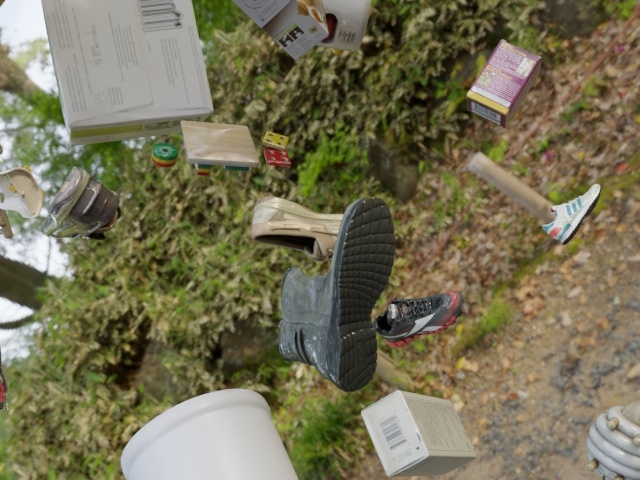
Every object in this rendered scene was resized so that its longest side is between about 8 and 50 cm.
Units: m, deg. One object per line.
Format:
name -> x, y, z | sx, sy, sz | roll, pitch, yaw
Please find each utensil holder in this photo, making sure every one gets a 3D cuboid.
utensil holder -> -0.178, 0.547, 1.402 | 0.327, 0.386, 0.328 | -22, -35, -16

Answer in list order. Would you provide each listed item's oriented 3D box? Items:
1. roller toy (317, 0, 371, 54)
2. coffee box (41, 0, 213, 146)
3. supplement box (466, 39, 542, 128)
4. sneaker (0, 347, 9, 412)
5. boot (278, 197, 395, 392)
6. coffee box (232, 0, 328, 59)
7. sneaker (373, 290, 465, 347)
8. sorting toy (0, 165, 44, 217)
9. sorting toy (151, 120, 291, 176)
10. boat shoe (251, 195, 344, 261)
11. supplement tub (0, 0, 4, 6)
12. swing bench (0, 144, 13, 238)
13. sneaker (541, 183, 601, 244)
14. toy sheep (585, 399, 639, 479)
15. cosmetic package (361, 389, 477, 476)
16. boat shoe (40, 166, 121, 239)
roller toy -> 0.049, -0.550, 1.684 | 0.191, 0.146, 0.210 | -106, 26, -75
coffee box -> -0.490, -0.438, 1.775 | 0.337, 0.338, 0.334 | -11, 4, -18
supplement box -> 0.217, -0.186, 0.844 | 0.083, 0.055, 0.043 | -56, -20, -6
sneaker -> -0.448, 0.161, 0.868 | 0.299, 0.120, 0.112 | -24, 64, 47
boot -> 0.003, 0.057, 0.895 | 0.161, 0.083, 0.247 | 20, 106, 50
coffee box -> -0.100, -0.512, 1.460 | 0.098, 0.246, 0.141 | -31, 47, 25
sneaker -> 0.254, 0.201, 1.907 | 0.276, 0.135, 0.098 | -30, 43, 34
sorting toy -> -0.470, -0.075, 1.075 | 0.075, 0.083, 0.045 | -7, 34, 17
sorting toy -> -0.187, -0.170, 1.355 | 0.132, 0.274, 0.046 | -112, 31, -46
boat shoe -> 0.000, 0.000, 1.676 | 0.122, 0.340, 0.110 | 126, 155, -57
supplement tub -> -0.729, -0.537, 1.382 | 0.331, 0.241, 0.241 | -27, 21, 39
swing bench -> -0.772, -0.115, 1.389 | 0.165, 0.253, 0.255 | -40, -52, -79
sneaker -> 0.553, -0.071, 1.567 | 0.161, 0.075, 0.057 | -53, -25, -7
toy sheep -> 0.360, 0.249, 0.850 | 0.091, 0.091, 0.132 | -66, -2, -72
cosmetic package -> 0.235, 0.451, 1.644 | 0.113, 0.160, 0.309 | -34, -31, 18
boat shoe -> -0.499, -0.048, 1.497 | 0.132, 0.130, 0.355 | -64, 17, -15
